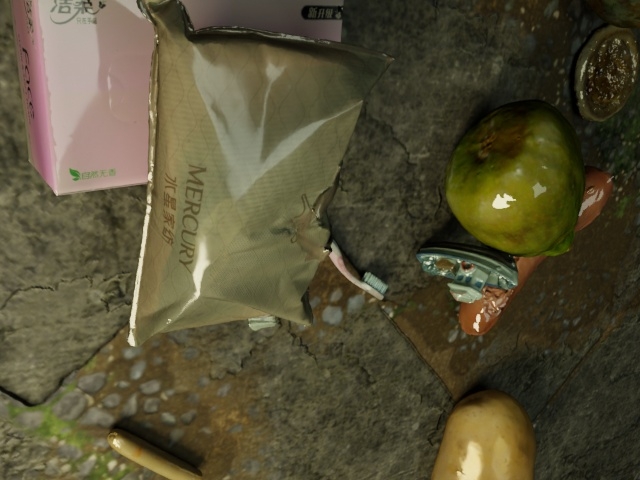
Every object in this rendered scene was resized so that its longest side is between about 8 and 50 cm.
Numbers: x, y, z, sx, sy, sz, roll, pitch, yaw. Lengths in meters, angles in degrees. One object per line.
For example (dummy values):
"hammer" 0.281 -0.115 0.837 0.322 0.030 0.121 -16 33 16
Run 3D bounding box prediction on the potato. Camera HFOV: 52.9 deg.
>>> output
"potato" 0.253 0.339 0.976 0.150 0.146 0.233 -25 128 -62

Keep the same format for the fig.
"fig" 0.234 -0.061 0.775 0.167 0.167 0.233 -48 155 -9

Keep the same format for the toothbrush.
"toothbrush" 0.000 0.000 0.706 0.269 0.021 0.027 41 71 -41

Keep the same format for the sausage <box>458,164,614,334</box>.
"sausage" 0.294 0.008 0.891 0.304 0.078 0.078 -44 129 -9

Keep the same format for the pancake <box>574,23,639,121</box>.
"pancake" 0.397 -0.233 0.891 0.140 0.022 0.139 -15 117 -31

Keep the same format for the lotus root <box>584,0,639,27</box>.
"lotus root" 0.355 -0.357 0.718 0.275 0.160 0.152 44 72 -40

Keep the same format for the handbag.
"handbag" -0.050 -0.035 0.477 0.183 0.117 0.270 -1 120 -24

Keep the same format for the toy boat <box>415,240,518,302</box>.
"toy boat" 0.173 0.040 0.773 0.059 0.140 0.066 45 66 -40

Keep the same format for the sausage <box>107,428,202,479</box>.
"sausage" -0.174 0.232 0.680 0.024 0.024 0.132 -50 131 -8

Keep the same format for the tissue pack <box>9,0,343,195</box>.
"tissue pack" -0.106 -0.129 0.523 0.246 0.092 0.148 -13 120 -32
